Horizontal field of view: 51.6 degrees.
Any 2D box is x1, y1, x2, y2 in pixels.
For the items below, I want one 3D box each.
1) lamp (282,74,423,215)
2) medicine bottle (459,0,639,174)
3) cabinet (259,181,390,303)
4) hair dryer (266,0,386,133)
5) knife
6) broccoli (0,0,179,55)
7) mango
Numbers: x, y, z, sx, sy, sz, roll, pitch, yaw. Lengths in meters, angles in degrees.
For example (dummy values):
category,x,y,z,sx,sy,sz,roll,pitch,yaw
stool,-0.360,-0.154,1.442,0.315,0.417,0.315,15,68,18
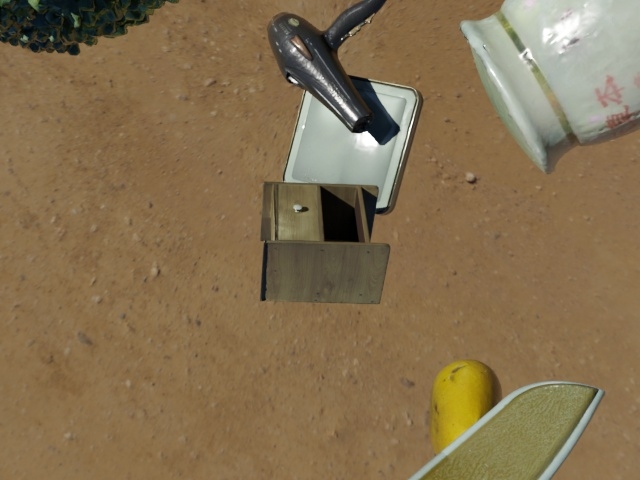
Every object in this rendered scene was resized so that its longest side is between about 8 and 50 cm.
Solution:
category,x,y,z,sx,sy,sz,roll,pitch,yaw
lamp,0.063,-0.209,1.401,0.266,0.047,0.269,19,98,27
medicine bottle,0.198,-0.142,0.512,0.143,0.147,0.147,-31,103,18
cabinet,0.000,0.000,1.179,0.215,0.175,0.148,2,130,-5
hair dryer,0.088,-0.415,1.310,0.359,0.120,0.304,-42,69,5
knife,0.070,0.171,0.399,0.343,0.061,0.027,-27,140,-33
broccoli,-0.186,-0.292,0.466,0.301,0.249,0.376,-10,69,-33
mango,0.192,0.236,0.883,0.098,0.195,0.137,9,100,11
